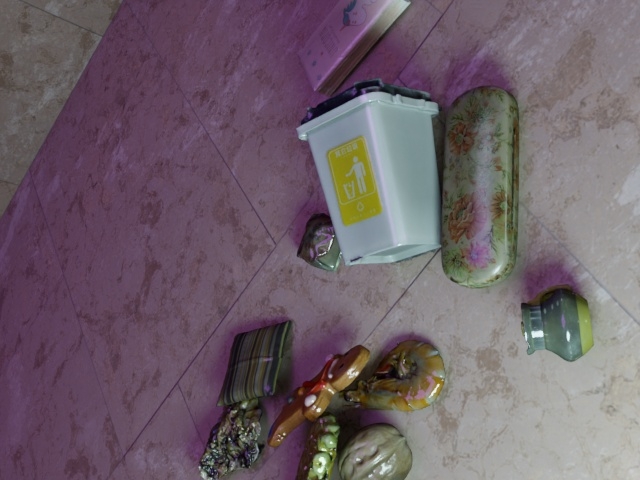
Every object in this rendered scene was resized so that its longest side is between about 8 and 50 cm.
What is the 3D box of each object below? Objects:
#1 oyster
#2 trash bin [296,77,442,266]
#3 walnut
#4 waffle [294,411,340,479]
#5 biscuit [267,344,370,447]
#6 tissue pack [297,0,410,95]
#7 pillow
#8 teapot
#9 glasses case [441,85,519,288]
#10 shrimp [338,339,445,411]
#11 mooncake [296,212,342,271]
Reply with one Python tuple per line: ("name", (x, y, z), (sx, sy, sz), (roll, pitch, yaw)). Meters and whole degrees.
("oyster", (-0.227, 0.480, 2.113), (0.214, 0.083, 0.223), (-37, 46, 30))
("trash bin", (0.143, -0.141, 1.821), (0.256, 0.296, 0.368), (-20, 76, 40))
("walnut", (0.111, 0.453, 1.711), (0.162, 0.140, 0.140), (-40, 47, 3))
("waffle", (-0.014, 0.524, 1.762), (0.297, 0.073, 0.317), (128, 152, -82))
("biscuit", (-0.005, 0.328, 1.863), (0.324, 0.049, 0.205), (-41, 11, 38))
("tissue pack", (0.078, -0.542, 2.138), (0.325, 0.071, 0.170), (-47, 49, 28))
("pillow", (-0.168, 0.310, 2.099), (0.212, 0.052, 0.208), (-19, 45, 39))
("teapot", (0.421, 0.141, 1.492), (0.119, 0.130, 0.166), (-7, 35, 16))
("glasses case", (0.326, -0.113, 1.699), (0.156, 0.098, 0.425), (-9, 70, 41))
("shrimp", (0.148, 0.291, 1.780), (0.287, 0.063, 0.152), (-13, 65, 41))
("mooncake", (0.000, 0.000, 2.035), (0.125, 0.073, 0.130), (26, 94, 50))
